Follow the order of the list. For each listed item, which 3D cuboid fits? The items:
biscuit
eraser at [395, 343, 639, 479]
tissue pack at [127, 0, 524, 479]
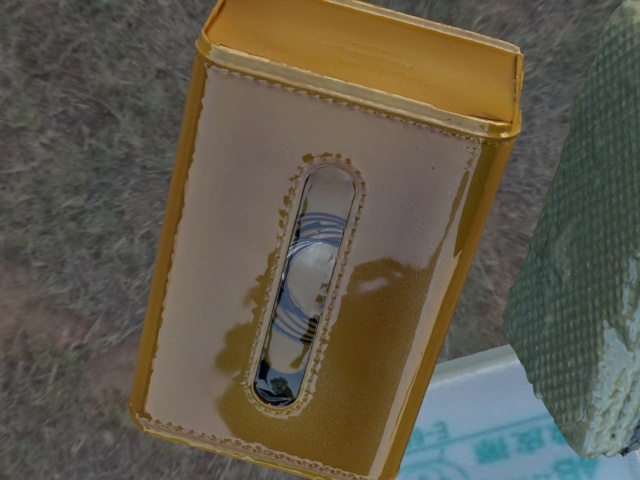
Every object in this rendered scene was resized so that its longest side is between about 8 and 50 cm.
[{"bbox_3d":[0.144,-0.006,0.565,0.040,0.121,0.199,6,119,-15],"label":"biscuit"},{"bbox_3d":[0.164,0.202,1.140,0.290,0.104,0.189,-18,103,18],"label":"eraser"},{"bbox_3d":[0.000,0.000,0.742,0.194,0.145,0.274,14,120,-1],"label":"tissue pack"}]
